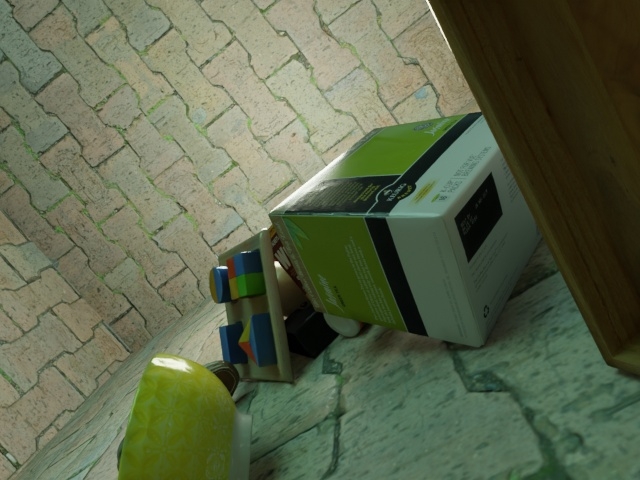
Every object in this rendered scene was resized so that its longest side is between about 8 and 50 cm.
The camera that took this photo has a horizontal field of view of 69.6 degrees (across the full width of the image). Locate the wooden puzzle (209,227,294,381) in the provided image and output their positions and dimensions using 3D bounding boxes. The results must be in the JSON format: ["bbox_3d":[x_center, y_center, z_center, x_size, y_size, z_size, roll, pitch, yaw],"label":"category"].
[{"bbox_3d":[-0.181,0.165,1.070,0.080,0.322,0.348,-6,-10,-29],"label":"wooden puzzle"}]

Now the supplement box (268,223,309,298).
[{"bbox_3d":[0.000,0.000,1.114,0.194,0.191,0.129,-33,-11,-46],"label":"supplement box"}]

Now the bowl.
[{"bbox_3d":[-0.182,0.317,0.686,0.156,0.289,0.289,4,6,-7],"label":"bowl"}]

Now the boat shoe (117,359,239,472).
[{"bbox_3d":[-0.301,0.401,0.999,0.324,0.123,0.116,-45,17,-6],"label":"boat shoe"}]

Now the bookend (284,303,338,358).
[{"bbox_3d":[-0.011,0.183,1.053,0.156,0.072,0.157,-41,9,-23],"label":"bookend"}]

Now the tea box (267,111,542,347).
[{"bbox_3d":[0.158,-0.041,0.762,0.323,0.220,0.329,6,39,45],"label":"tea box"}]

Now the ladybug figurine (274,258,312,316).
[{"bbox_3d":[-0.076,0.086,1.340,0.305,0.162,0.449,-7,17,11],"label":"ladybug figurine"}]

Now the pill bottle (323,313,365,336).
[{"bbox_3d":[0.080,0.121,0.963,0.086,0.086,0.152,-26,15,51],"label":"pill bottle"}]

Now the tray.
[{"bbox_3d":[0.228,-0.075,0.325,0.076,0.411,0.203,-32,8,-13],"label":"tray"}]
